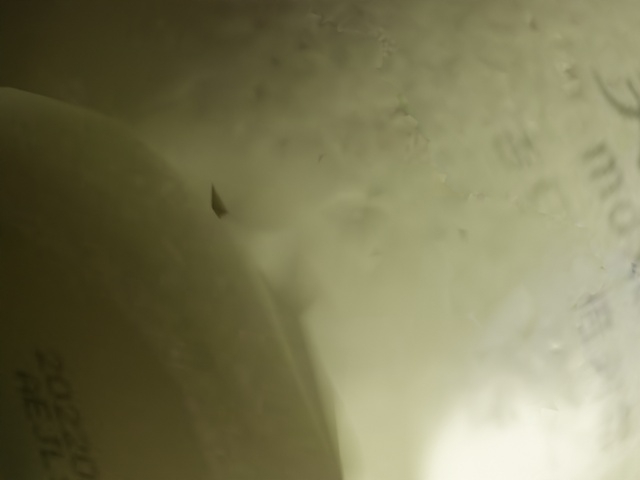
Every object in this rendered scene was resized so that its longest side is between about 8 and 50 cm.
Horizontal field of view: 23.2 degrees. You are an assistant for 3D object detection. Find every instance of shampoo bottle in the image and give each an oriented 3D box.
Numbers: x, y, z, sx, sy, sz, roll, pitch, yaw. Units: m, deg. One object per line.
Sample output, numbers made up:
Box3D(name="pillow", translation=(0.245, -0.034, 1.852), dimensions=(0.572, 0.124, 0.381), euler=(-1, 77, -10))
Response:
Box3D(name="shampoo bottle", translation=(0.000, 0.000, 0.544), dimensions=(0.317, 0.322, 0.322), euler=(-32, 140, -42))
